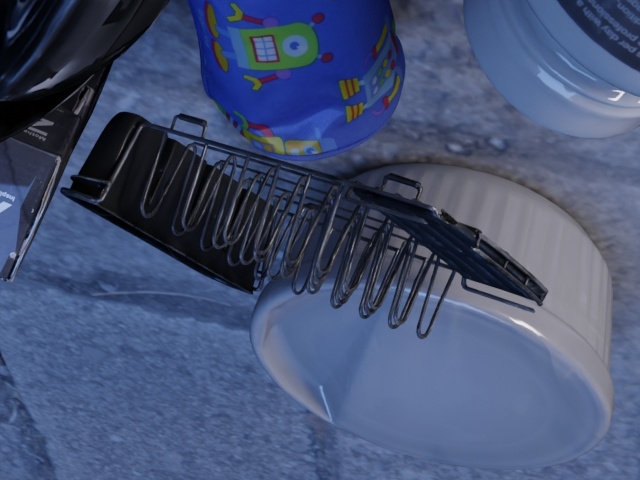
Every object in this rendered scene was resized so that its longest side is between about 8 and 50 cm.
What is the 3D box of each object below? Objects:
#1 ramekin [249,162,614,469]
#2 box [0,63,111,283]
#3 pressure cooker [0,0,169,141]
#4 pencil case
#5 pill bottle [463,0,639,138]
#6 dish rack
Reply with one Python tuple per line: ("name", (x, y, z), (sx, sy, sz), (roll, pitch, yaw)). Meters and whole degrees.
("ramekin", (0.092, 0.053, 1.341), (0.273, 0.127, 0.273), (13, 150, 8))
("box", (-0.324, -0.143, 1.080), (0.395, 0.318, 0.097), (23, 108, -9))
("pressure cooker", (-0.186, -0.238, 0.498), (0.420, 0.375, 0.370), (26, 173, 24))
("pencil case", (-0.036, -0.175, 1.037), (0.133, 0.119, 0.306), (-12, 144, 7))
("pill bottle", (0.197, -0.172, 0.859), (0.176, 0.176, 0.318), (26, 149, -12))
("dish rack", (0.000, 0.000, 1.119), (0.271, 0.074, 0.208), (17, 172, 30))
